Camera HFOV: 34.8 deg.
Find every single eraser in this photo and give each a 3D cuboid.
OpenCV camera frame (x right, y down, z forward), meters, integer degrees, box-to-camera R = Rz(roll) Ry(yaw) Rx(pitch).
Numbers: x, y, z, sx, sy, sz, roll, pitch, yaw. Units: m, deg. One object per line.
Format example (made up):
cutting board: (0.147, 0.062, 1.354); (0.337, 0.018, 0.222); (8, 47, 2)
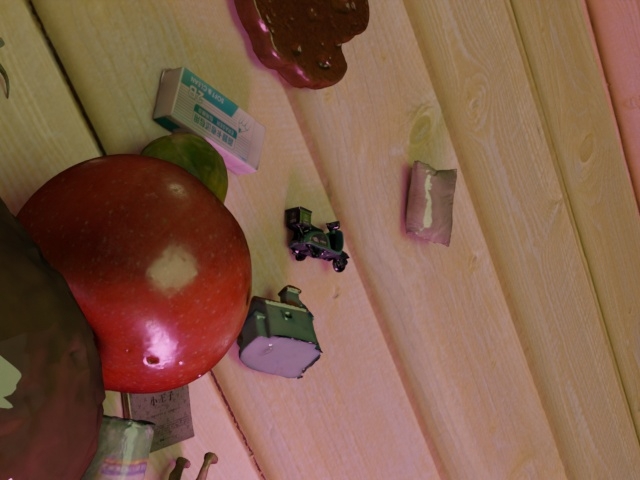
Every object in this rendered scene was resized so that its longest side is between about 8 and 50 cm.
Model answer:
eraser: (-0.186, -0.202, 1.746); (0.225, 0.052, 0.096); (33, 59, -47)

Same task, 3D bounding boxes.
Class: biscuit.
biscuit: (-0.034, -0.470, 1.960); (0.381, 0.074, 0.359); (10, 80, -55)

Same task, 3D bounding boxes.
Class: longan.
longan: (-0.442, 0.148, 1.084); (0.404, 0.436, 0.404); (-31, 143, -27)

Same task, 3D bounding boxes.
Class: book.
book: (-0.263, 0.236, 1.631); (0.138, 0.016, 0.199); (-8, 93, -53)

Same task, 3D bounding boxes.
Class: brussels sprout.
brussels sprout: (-0.224, -0.091, 1.613); (0.161, 0.144, 0.181); (16, 50, -32)

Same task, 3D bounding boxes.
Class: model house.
model house: (-0.078, 0.150, 1.830); (0.148, 0.119, 0.149); (18, 45, -28)

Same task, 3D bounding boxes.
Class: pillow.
pillow: (0.245, -0.082, 2.292); (0.134, 0.077, 0.181); (12, 80, -49)

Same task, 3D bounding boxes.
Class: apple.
apple: (-0.263, 0.052, 1.374); (0.277, 0.348, 0.348); (-55, 128, -47)

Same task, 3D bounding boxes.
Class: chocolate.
chocolate: (-0.315, 0.400, 1.481); (0.110, 0.110, 0.291); (23, 70, -50)

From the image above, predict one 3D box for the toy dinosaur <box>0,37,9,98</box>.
toy dinosaur: (-0.465, -0.280, 1.398); (0.058, 0.037, 0.180); (-45, 117, -18)

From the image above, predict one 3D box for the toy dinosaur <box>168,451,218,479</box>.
toy dinosaur: (-0.224, 0.417, 1.570); (0.251, 0.072, 0.200); (96, 11, -61)

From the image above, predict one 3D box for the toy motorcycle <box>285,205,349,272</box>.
toy motorcycle: (0.000, 0.000, 1.972); (0.173, 0.058, 0.100); (21, 64, -48)
